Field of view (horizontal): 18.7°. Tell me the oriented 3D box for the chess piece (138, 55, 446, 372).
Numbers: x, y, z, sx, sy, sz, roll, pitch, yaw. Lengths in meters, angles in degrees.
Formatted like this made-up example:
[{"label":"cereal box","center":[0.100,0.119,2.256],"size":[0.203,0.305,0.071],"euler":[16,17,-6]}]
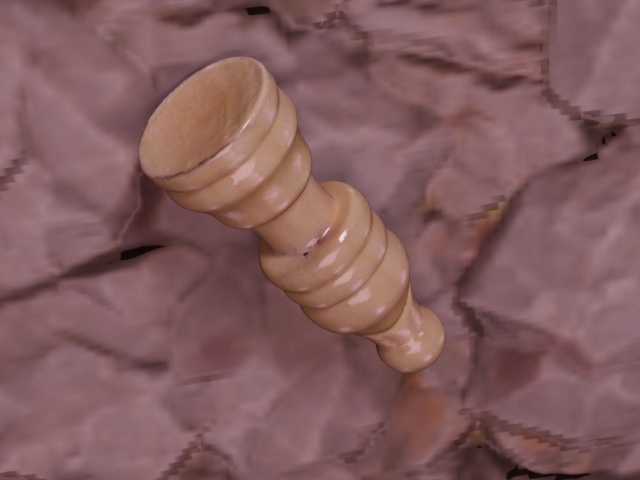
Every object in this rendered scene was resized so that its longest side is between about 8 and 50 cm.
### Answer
[{"label":"chess piece","center":[0.000,0.000,0.449],"size":[0.035,0.035,0.092],"euler":[-36,125,11]}]
